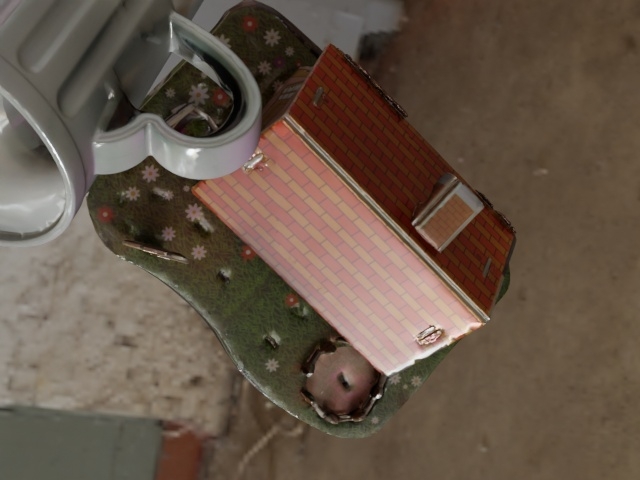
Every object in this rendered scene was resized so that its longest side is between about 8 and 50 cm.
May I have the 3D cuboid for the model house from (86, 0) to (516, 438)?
[{"bbox_3d":[0.001,0.000,0.907,0.207,0.294,0.154,-47,14,-6],"label":"model house"}]

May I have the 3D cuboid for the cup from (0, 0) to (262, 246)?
[{"bbox_3d":[-0.143,-0.107,0.752,0.167,0.221,0.202,-33,24,53],"label":"cup"}]
